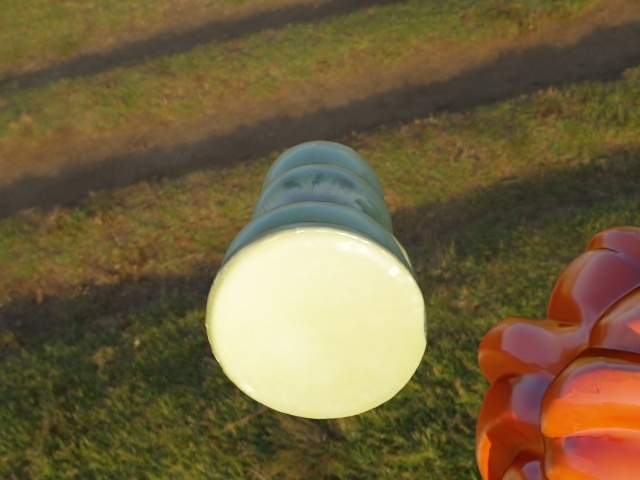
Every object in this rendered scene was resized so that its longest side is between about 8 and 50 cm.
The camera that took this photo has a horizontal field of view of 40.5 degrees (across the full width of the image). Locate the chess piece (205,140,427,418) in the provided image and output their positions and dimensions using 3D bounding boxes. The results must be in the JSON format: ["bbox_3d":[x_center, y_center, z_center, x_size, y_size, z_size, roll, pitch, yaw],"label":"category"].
[{"bbox_3d":[0.000,0.000,0.659,0.144,0.144,0.251,-11,26,7],"label":"chess piece"}]

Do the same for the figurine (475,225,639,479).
[{"bbox_3d":[0.292,0.081,0.422,0.411,0.306,0.241,-33,6,-2],"label":"figurine"}]
